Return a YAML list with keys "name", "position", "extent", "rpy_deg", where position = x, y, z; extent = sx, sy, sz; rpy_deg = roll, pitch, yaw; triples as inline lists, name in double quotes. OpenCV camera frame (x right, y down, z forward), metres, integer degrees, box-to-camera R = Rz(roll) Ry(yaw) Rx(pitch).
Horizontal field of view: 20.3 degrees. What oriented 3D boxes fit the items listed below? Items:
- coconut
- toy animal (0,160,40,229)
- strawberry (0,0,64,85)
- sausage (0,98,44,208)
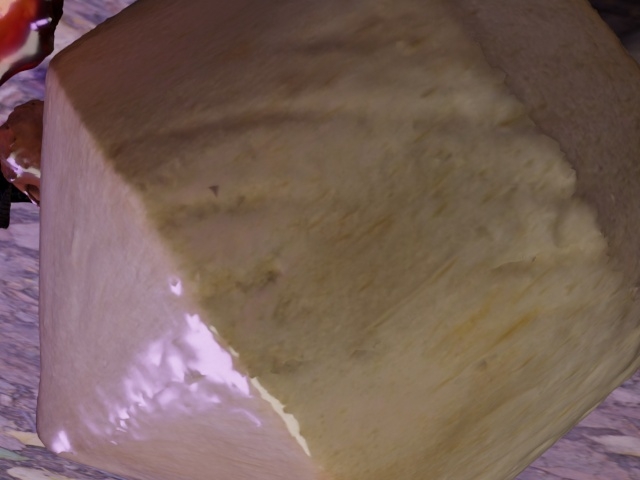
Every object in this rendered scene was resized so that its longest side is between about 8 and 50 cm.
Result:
- name: "coconut"
  position: [0.000, 0.000, 0.825]
  extent: [0.329, 0.328, 0.329]
  rpy_deg: [12, 158, 5]
- name: "toy animal"
  position: [-0.227, -0.041, 1.222]
  extent: [0.220, 0.062, 0.108]
  rpy_deg: [19, 175, -17]
- name: "strawberry"
  position: [-0.179, -0.180, 0.809]
  extent: [0.190, 0.111, 0.236]
  rpy_deg: [28, 132, -8]
- name: "sausage"
  position: [-0.102, -0.004, 1.195]
  extent: [0.087, 0.079, 0.326]
  rpy_deg: [-13, 150, 20]
